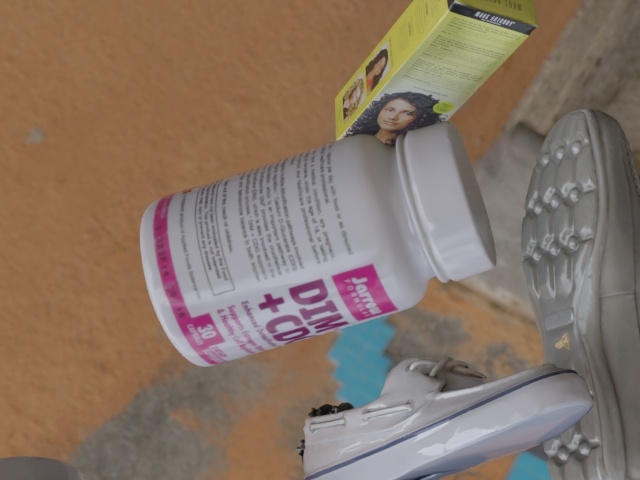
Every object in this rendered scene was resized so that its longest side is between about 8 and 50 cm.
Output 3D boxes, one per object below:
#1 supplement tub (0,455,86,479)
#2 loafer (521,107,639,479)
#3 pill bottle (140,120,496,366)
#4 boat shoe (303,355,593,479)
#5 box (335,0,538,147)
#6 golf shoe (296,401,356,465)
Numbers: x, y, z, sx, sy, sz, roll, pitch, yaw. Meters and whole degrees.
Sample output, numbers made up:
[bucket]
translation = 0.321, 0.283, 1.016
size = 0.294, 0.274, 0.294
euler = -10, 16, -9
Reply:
[supplement tub]
translation = -0.216, 0.346, 0.932
size = 0.235, 0.235, 0.324
euler = 70, 174, -59
[loafer]
translation = 0.233, 0.053, 1.032
size = 0.112, 0.319, 0.112
euler = 4, 169, -27
[pill bottle]
translation = 0.000, 0.000, 1.138
size = 0.283, 0.160, 0.160
euler = -17, 140, 13
[boat shoe]
translation = 0.074, 0.124, 0.919
size = 0.258, 0.084, 0.095
euler = -28, 156, 38
[box]
translation = 0.100, -0.161, 1.190
size = 0.087, 0.058, 0.232
euler = 11, 148, -22
[golf shoe]
translation = 0.012, 0.257, 1.231
size = 0.094, 0.198, 0.077
euler = 32, 162, -33
